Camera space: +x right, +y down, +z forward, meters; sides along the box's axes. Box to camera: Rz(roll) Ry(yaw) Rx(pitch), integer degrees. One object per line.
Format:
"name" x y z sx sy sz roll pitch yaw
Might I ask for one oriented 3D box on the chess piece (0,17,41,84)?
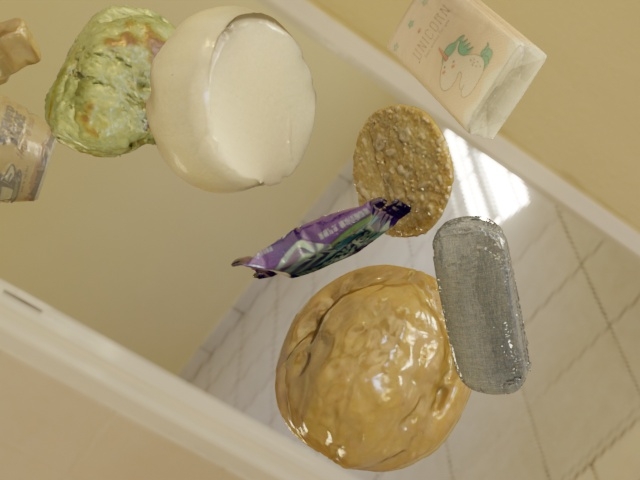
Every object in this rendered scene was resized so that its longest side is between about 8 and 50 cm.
"chess piece" -0.515 -0.351 1.497 0.137 0.300 0.137 -10 41 9

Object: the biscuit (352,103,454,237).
"biscuit" 0.124 -0.107 1.635 0.220 0.033 0.219 8 101 49

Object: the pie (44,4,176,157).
"pie" -0.290 -0.236 1.556 0.090 0.201 0.247 117 175 -72

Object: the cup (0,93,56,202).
"cup" -0.632 -0.175 1.952 0.227 0.257 0.301 -68 17 5

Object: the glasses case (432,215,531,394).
"glasses case" 0.233 0.098 1.518 0.109 0.282 0.067 -5 20 23

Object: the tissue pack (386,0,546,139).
"tissue pack" 0.237 -0.320 1.776 0.170 0.071 0.325 -60 35 22

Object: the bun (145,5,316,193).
"bun" -0.096 -0.130 0.977 0.120 0.173 0.172 5 59 35

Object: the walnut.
"walnut" 0.103 0.252 1.991 0.383 0.384 0.383 -51 18 23

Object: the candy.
"candy" 0.000 0.000 1.570 0.275 0.070 0.145 -23 -12 17
